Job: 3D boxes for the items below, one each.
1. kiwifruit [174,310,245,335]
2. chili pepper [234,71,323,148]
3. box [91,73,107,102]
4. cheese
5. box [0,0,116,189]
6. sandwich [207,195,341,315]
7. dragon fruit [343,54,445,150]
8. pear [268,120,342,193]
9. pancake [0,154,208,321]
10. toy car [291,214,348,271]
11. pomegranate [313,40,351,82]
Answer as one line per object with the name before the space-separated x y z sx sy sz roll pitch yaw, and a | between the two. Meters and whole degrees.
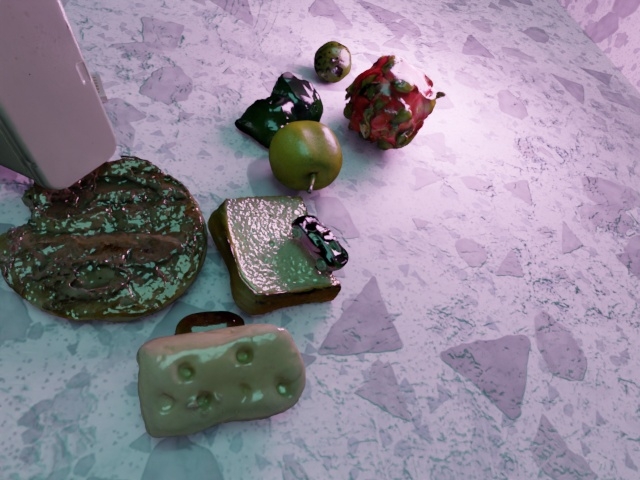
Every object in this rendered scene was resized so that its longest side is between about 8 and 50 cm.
kiwifruit | -0.198 0.165 0.779 0.125 0.075 0.075 -1 56 -24
chili pepper | -0.083 -0.352 1.160 0.148 0.116 0.265 42 55 10
box | -0.621 -0.369 1.060 0.167 0.024 0.089 -13 60 -25
cheese | -0.155 0.223 0.705 0.263 0.093 0.158 -6 90 -19
box | -0.601 -0.303 0.770 0.344 0.351 0.177 19 50 18
sandwich | -0.098 0.025 0.899 0.227 0.087 0.251 -5 56 -35
dragon fruit | 0.191 -0.387 1.208 0.231 0.237 0.302 35 39 -18
pear | -0.027 -0.185 1.020 0.180 0.166 0.216 10 37 -29
pancake | -0.415 -0.018 0.843 0.383 0.071 0.381 6 55 -9
toy car | 0.000 0.000 0.878 0.069 0.055 0.142 -25 70 -46
pomegranate | 0.044 -0.561 1.361 0.122 0.122 0.161 31 25 5
